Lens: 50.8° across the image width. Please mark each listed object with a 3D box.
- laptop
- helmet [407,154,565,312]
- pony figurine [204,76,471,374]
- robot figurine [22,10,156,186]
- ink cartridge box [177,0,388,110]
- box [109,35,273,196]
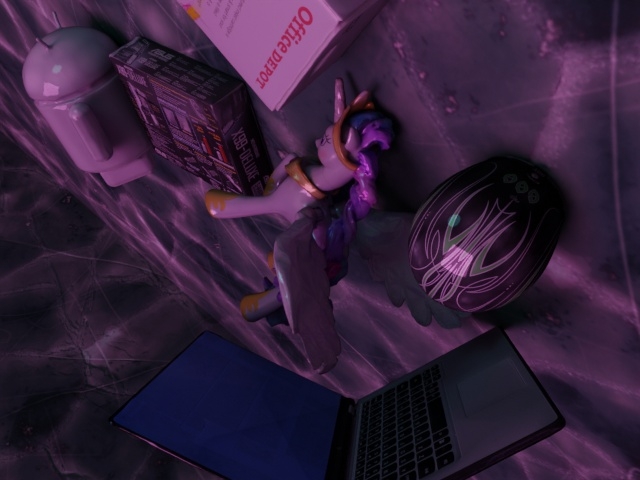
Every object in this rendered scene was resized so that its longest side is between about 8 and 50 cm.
[{"bbox_3d":[0.029,0.164,0.859,0.236,0.408,0.382,59,-171,-3],"label":"laptop"},{"bbox_3d":[0.180,-0.001,0.761,0.169,0.161,0.169,38,156,21],"label":"helmet"},{"bbox_3d":[0.000,0.000,0.948,0.363,0.303,0.351,-29,76,49],"label":"pony figurine"},{"bbox_3d":[-0.462,-0.282,1.374,0.300,0.200,0.353,-115,1,-50],"label":"robot figurine"},{"bbox_3d":[-0.079,-0.325,0.728,0.306,0.131,0.226,48,157,-6],"label":"ink cartridge box"},{"bbox_3d":[-0.233,-0.217,1.237,0.307,0.076,0.242,30,152,34],"label":"box"}]
